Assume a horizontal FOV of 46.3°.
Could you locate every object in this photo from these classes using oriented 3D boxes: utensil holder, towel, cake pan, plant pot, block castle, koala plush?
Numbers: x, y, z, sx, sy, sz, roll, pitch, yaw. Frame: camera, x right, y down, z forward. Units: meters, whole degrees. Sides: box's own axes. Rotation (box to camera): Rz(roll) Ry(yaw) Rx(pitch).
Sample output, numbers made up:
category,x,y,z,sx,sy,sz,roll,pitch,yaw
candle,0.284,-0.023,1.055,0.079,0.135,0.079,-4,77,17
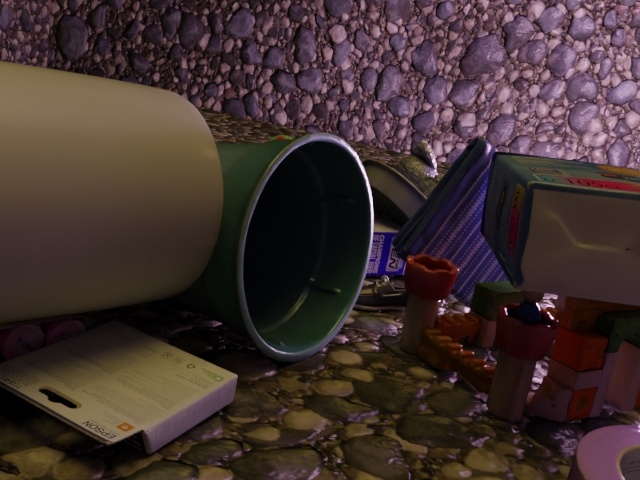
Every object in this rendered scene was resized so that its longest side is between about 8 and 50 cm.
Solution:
category,x,y,z,sx,sy,sz,roll,pitch,yaw
utensil holder,-0.360,-0.058,0.931,0.327,0.328,0.385,24,18,40
towel,0.286,-0.011,1.334,0.336,0.243,0.040,35,3,-43
cake pan,0.177,-0.053,1.663,0.054,0.293,0.293,-42,35,-11
plant pot,-0.143,-0.016,1.195,0.334,0.341,0.341,12,14,34
block castle,0.382,0.115,1.223,0.453,0.213,0.303,0,19,-32
koala plush,0.256,-0.120,1.813,0.221,0.196,0.203,56,22,21

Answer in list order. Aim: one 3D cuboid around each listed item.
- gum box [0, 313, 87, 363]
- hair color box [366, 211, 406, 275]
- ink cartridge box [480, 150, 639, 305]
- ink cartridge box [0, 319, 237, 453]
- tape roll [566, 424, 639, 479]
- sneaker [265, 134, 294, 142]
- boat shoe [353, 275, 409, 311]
category,x,y,z,sx,sy,sz,roll,pitch,yaw
gum box,-0.414,0.118,0.984,0.188,0.062,0.107,-6,23,-45
hair color box,0.000,0.000,1.574,0.338,0.110,0.185,-1,19,-30
ink cartridge box,0.391,-0.034,1.109,0.269,0.151,0.395,8,12,3
ink cartridge box,-0.253,0.179,0.907,0.223,0.045,0.224,18,19,27
tape roll,0.402,0.307,0.799,0.274,0.090,0.275,10,17,-3
sneaker,0.011,-0.156,2.073,0.482,0.185,0.202,25,4,33
boat shoe,0.120,0.092,1.404,0.206,0.065,0.075,6,17,-14
